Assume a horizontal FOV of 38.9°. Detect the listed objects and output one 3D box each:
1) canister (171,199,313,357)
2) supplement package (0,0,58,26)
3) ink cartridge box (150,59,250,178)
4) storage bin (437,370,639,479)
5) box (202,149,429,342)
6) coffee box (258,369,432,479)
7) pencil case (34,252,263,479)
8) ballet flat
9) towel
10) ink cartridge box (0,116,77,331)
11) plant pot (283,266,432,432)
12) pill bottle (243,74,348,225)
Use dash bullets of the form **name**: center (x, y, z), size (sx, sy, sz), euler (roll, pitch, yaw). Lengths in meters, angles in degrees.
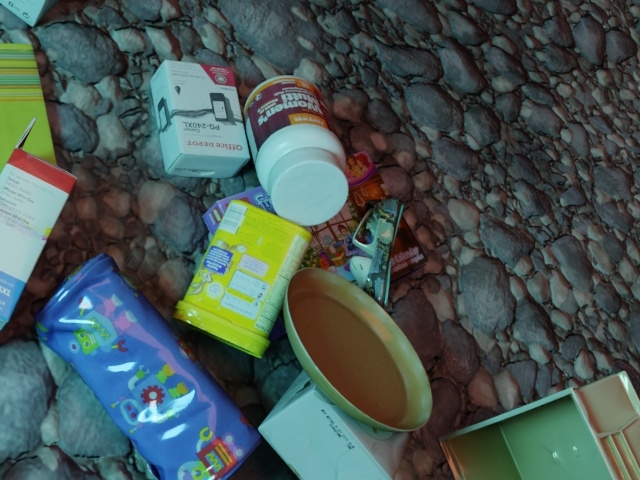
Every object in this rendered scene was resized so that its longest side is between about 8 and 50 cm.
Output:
- **canister**: center (-0.096, 0.047, 1.152), size (0.126, 0.073, 0.170), euler (24, 78, 2)
- **supplement package**: center (-0.365, -0.464, 1.167), size (0.199, 0.262, 0.198), euler (37, 52, -13)
- **ink cartridge box**: center (-0.169, -0.169, 1.274), size (0.109, 0.063, 0.150), euler (0, 66, -34)
- **storage bin**: center (0.330, 0.340, 1.214), size (0.123, 0.262, 0.260), euler (-11, 73, -39)
- **box**: center (0.000, 0.000, 1.302), size (0.293, 0.057, 0.201), euler (-23, 80, -39)
- **coffee box**: center (0.040, 0.209, 1.134), size (0.141, 0.098, 0.246), euler (51, 24, -1)
- **pencil case**: center (-0.202, 0.164, 1.046), size (0.133, 0.119, 0.306), euler (-39, 92, -2)
- **ballet flat**: center (0.072, 0.021, 1.271), size (0.070, 0.070, 0.188), euler (26, 54, -20)
- **towel**: center (-0.395, -0.144, 1.142), size (0.102, 0.021, 0.237), euler (-6, 71, -30)
- **ink cartridge box**: center (-0.348, -0.009, 1.014), size (0.078, 0.134, 0.231), euler (28, 60, -18)
- **plant pot**: center (0.040, 0.134, 1.083), size (0.236, 0.032, 0.236), euler (37, 25, -20)
- **pill bottle**: center (-0.033, -0.124, 1.227), size (0.121, 0.121, 0.221), euler (18, 30, -25)
